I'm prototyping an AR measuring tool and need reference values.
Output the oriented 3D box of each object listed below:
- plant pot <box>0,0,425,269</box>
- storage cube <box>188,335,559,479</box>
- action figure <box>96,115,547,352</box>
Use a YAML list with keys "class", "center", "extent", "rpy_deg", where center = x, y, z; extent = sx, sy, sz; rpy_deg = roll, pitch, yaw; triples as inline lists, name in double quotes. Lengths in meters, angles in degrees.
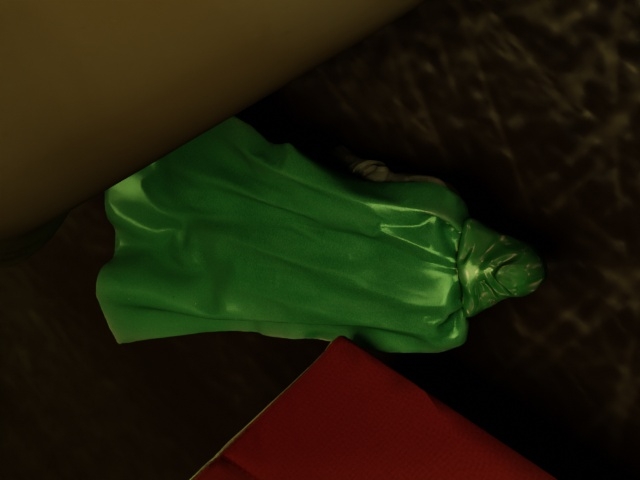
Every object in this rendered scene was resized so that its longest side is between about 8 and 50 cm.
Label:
- class: "plant pot"
  center: [-0.099, -0.157, 0.762]
  extent: [0.280, 0.323, 0.323]
  rpy_deg: [-13, 100, 19]
- class: "storage cube"
  center: [0.018, 0.199, 0.836]
  extent: [0.193, 0.183, 0.215]
  rpy_deg: [34, 141, 18]
- class: "action figure"
  center: [0.000, 0.000, 0.876]
  extent: [0.232, 0.063, 0.137]
  rpy_deg: [11, 112, 34]
